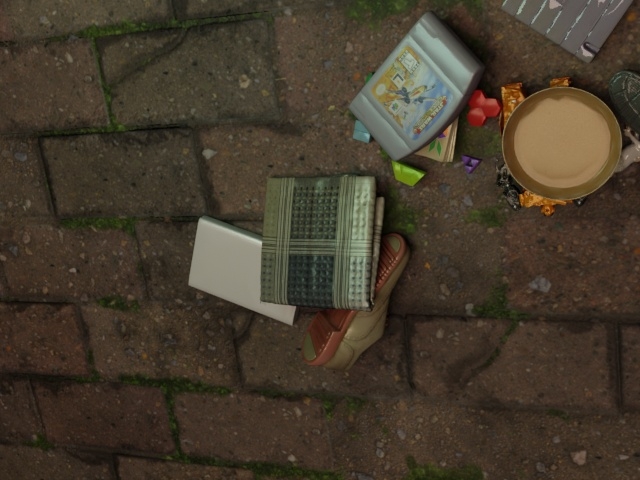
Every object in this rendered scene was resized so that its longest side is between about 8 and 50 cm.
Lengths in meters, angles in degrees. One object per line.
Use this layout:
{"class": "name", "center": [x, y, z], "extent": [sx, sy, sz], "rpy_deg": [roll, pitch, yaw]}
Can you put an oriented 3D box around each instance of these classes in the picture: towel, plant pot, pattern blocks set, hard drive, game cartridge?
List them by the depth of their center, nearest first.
{"class": "game cartridge", "center": [0.532, -0.553, 1.746], "extent": [0.230, 0.068, 0.355], "rpy_deg": [38, 127, 11]}
{"class": "plant pot", "center": [0.492, -0.199, 1.832], "extent": [0.237, 0.032, 0.236], "rpy_deg": [6, 110, 17]}
{"class": "game cartridge", "center": [0.208, -0.319, 1.935], "extent": [0.198, 0.062, 0.297], "rpy_deg": [53, 127, 16]}
{"class": "pattern blocks set", "center": [0.225, -0.260, 1.990], "extent": [0.325, 0.026, 0.285], "rpy_deg": [32, 120, 24]}
{"class": "towel", "center": [0.000, 0.000, 2.141], "extent": [0.312, 0.056, 0.324], "rpy_deg": [2, 87, 30]}
{"class": "hard drive", "center": [-0.187, 0.077, 2.319], "extent": [0.308, 0.040, 0.203], "rpy_deg": [20, 116, 15]}

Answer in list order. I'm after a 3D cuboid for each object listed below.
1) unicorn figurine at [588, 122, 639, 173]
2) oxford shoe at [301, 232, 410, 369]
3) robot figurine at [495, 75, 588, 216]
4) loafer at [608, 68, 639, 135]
{"class": "unicorn figurine", "center": [0.644, -0.184, 1.850], "extent": [0.162, 0.060, 0.111], "rpy_deg": [-28, 106, 18]}
{"class": "oxford shoe", "center": [0.111, 0.154, 2.193], "extent": [0.147, 0.140, 0.397], "rpy_deg": [23, 115, -32]}
{"class": "robot figurine", "center": [0.476, -0.195, 1.906], "extent": [0.211, 0.085, 0.290], "rpy_deg": [-2, 108, 24]}
{"class": "loafer", "center": [0.693, -0.245, 1.805], "extent": [0.267, 0.084, 0.096], "rpy_deg": [46, 130, 6]}
